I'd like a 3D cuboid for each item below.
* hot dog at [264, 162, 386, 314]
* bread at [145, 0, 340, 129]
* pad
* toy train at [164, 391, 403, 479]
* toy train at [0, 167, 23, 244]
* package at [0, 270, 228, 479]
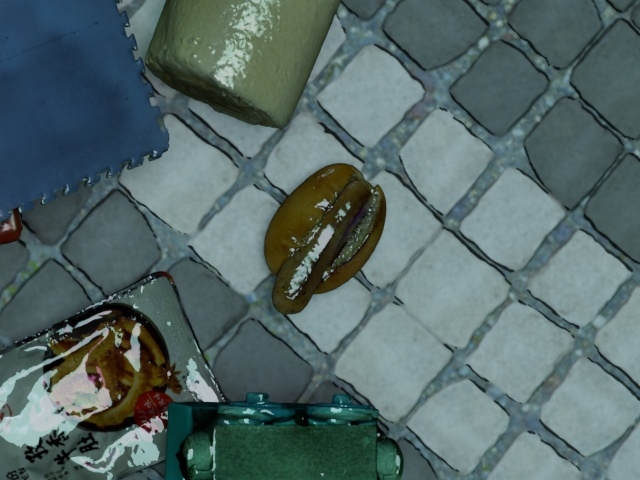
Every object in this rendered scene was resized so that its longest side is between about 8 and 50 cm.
[{"bbox_3d":[-0.001,-0.002,1.644,0.090,0.060,0.140,45,86,-2],"label":"hot dog"},{"bbox_3d":[-0.065,-0.179,1.590,0.134,0.148,0.141,23,85,-12],"label":"bread"},{"bbox_3d":[-0.269,-0.147,1.489,0.269,0.012,0.269,-22,103,-26],"label":"pad"},{"bbox_3d":[-0.038,0.178,1.578,0.197,0.154,0.107,3,87,-26],"label":"toy train"},{"bbox_3d":[-0.374,-0.091,1.533,0.231,0.163,0.369,-11,92,-22],"label":"toy train"},{"bbox_3d":[-0.205,0.142,1.618,0.239,0.030,0.154,-26,97,-12],"label":"package"}]
